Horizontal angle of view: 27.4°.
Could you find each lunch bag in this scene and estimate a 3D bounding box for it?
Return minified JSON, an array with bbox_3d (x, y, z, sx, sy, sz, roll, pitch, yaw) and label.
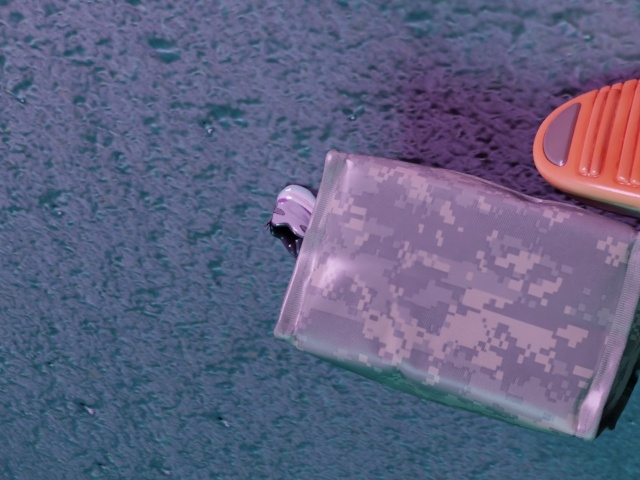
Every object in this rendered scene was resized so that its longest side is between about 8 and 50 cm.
[{"bbox_3d":[0.130,0.043,0.994,0.235,0.169,0.287,17,178,17],"label":"lunch bag"}]

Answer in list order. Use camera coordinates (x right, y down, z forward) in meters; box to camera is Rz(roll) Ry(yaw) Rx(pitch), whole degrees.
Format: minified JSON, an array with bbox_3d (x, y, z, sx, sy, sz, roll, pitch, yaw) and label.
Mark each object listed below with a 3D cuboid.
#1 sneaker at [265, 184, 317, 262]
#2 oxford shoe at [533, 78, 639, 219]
[{"bbox_3d":[0.000,0.000,1.114,0.098,0.069,0.038,22,143,6],"label":"sneaker"},{"bbox_3d":[0.321,-0.021,0.865,0.363,0.130,0.133,10,146,20],"label":"oxford shoe"}]
